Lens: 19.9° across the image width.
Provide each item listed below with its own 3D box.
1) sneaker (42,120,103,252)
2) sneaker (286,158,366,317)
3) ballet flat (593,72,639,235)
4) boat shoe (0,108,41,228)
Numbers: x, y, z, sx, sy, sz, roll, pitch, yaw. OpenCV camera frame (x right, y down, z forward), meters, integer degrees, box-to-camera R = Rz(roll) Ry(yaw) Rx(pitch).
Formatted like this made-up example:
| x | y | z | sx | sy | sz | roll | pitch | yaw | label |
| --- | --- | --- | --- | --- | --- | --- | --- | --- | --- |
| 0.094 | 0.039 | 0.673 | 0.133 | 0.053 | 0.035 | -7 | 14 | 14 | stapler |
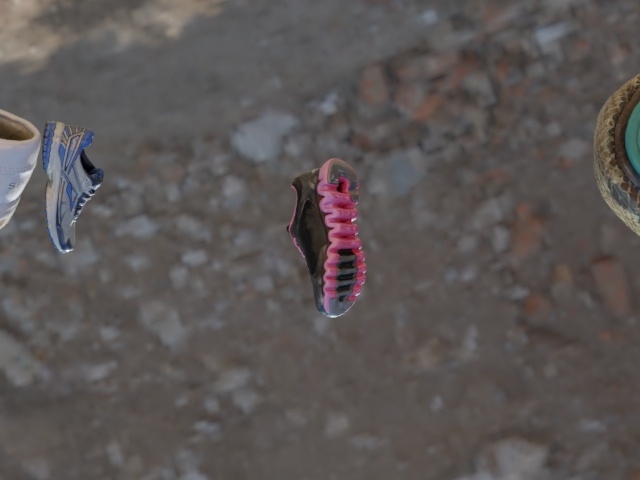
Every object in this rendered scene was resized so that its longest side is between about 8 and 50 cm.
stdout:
| x | y | z | sx | sy | sz | roll | pitch | yaw | label |
| --- | --- | --- | --- | --- | --- | --- | --- | --- | --- |
| -0.242 | -0.050 | 1.790 | 0.058 | 0.135 | 0.052 | -1 | -156 | -5 | sneaker |
| 0.000 | 0.000 | 1.380 | 0.057 | 0.119 | 0.047 | -9 | 167 | 37 | sneaker |
| 0.406 | 0.042 | 1.313 | 0.164 | 0.482 | 0.182 | -54 | 168 | -9 | ballet flat |
| -0.317 | -0.109 | 1.227 | 0.277 | 0.098 | 0.096 | 26 | 121 | -15 | boat shoe |
